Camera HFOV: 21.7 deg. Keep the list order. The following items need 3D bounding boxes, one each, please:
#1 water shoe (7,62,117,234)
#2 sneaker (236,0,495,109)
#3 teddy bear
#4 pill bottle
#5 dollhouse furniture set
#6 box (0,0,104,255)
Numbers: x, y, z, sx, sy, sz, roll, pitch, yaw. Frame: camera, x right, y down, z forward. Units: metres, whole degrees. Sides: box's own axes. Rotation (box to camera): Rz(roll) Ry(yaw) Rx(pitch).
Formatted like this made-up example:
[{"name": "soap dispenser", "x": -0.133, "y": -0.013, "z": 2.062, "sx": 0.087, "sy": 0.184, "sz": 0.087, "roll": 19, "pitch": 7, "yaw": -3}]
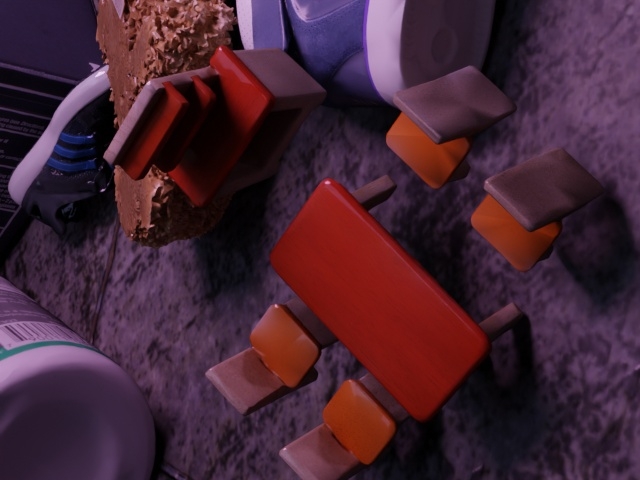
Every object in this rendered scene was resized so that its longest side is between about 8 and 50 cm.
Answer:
[{"name": "water shoe", "x": -0.201, "y": -0.085, "z": 1.481, "sx": 0.080, "sy": 0.073, "sz": 0.203, "roll": 43, "pitch": 131, "yaw": -1}, {"name": "sneaker", "x": 0.025, "y": -0.254, "z": 1.168, "sx": 0.236, "sy": 0.130, "sz": 0.322, "roll": 18, "pitch": 102, "yaw": 48}, {"name": "teddy bear", "x": -0.111, "y": -0.166, "z": 1.317, "sx": 0.245, "sy": 0.113, "sz": 0.338, "roll": 124, "pitch": 137, "yaw": -60}, {"name": "pill bottle", "x": -0.311, "y": 0.134, "z": 1.457, "sx": 0.361, "sy": 0.204, "sz": 0.204, "roll": 27, "pitch": 103, "yaw": 53}, {"name": "dollhouse furniture set", "x": 0.000, "y": 0.000, "z": 1.057, "sx": 0.259, "sy": 0.135, "sz": 0.262, "roll": 46, "pitch": 124, "yaw": 16}, {"name": "box", "x": -0.395, "y": -0.132, "z": 1.557, "sx": 0.294, "sy": 0.296, "sz": 0.182, "roll": -47, "pitch": 47, "yaw": 34}]
